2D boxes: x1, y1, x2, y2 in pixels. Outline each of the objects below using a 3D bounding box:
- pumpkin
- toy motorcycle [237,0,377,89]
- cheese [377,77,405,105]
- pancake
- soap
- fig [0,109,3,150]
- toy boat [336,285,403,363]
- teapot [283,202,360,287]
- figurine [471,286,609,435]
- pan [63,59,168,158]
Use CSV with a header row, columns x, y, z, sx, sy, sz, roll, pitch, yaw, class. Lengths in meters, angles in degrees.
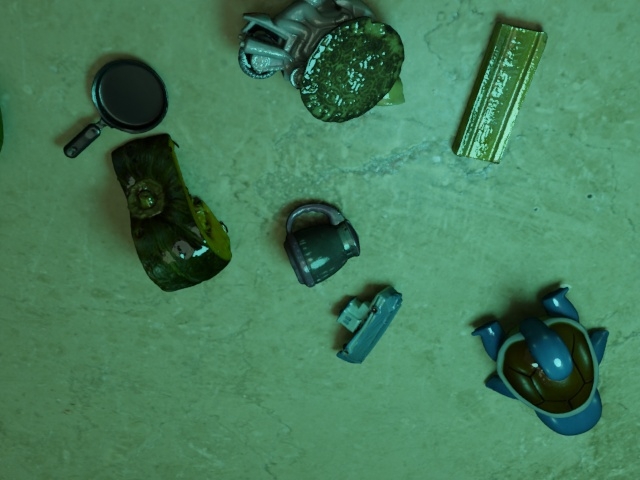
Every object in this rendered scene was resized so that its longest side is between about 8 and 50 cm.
x,y,z,sx,sy,sz,roll,pitch,yaw,class
-0.279,-0.047,1.249,0.139,0.190,0.280,-21,74,9,pumpkin
-0.010,-0.352,1.079,0.260,0.110,0.170,-5,119,-7,toy motorcycle
0.116,-0.273,1.164,0.084,0.041,0.060,3,117,-3,cheese
0.054,-0.282,1.077,0.199,0.021,0.199,-19,137,-19,pancake
0.326,-0.265,1.181,0.092,0.037,0.252,10,117,-9,soap
-0.696,-0.196,1.107,0.275,0.206,0.206,2,119,12,fig
0.090,0.176,1.395,0.102,0.088,0.215,36,117,18,toy boat
0.002,0.006,1.289,0.146,0.148,0.116,-23,154,-3,teapot
0.496,0.251,1.391,0.298,0.243,0.416,-32,136,4,figurine
-0.380,-0.231,1.173,0.235,0.028,0.136,-37,113,13,pan
